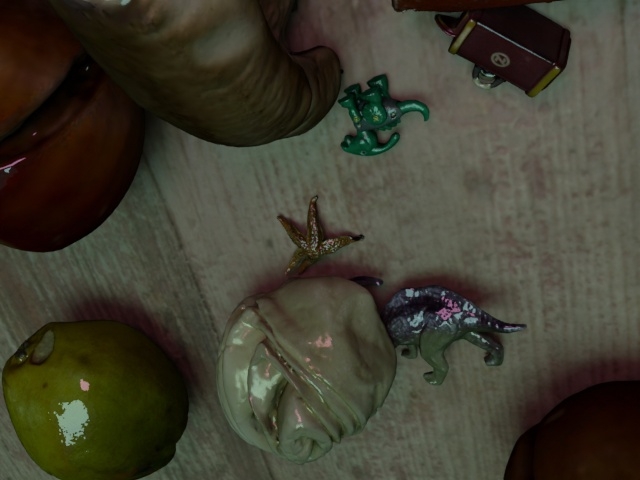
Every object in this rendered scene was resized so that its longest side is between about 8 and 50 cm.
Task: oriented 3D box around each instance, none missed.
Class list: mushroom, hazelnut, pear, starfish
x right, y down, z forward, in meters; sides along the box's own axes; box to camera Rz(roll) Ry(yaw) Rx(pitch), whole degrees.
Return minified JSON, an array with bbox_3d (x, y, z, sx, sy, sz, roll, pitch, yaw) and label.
[{"bbox_3d":[-0.128,-0.209,0.631,0.224,0.397,0.314,11,125,15],"label":"mushroom"},{"bbox_3d":[-0.427,-0.169,0.774,0.408,0.359,0.360,10,122,0],"label":"hazelnut"},{"bbox_3d":[0.477,0.396,0.849,0.429,0.402,0.402,45,120,-6],"label":"hazelnut"},{"bbox_3d":[-0.377,0.274,1.062,0.321,0.269,0.269,34,123,-20],"label":"pear"},{"bbox_3d":[-0.001,0.001,0.926,0.130,0.041,0.133,0,119,14],"label":"starfish"}]

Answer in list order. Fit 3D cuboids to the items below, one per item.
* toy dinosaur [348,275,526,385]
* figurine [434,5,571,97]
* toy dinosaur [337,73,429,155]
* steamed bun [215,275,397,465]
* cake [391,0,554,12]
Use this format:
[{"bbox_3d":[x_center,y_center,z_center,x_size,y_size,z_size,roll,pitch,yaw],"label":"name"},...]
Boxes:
[{"bbox_3d":[0.155,0.134,0.939,0.293,0.077,0.162,1,126,17],"label":"toy dinosaur"},{"bbox_3d":[0.202,-0.226,0.731,0.154,0.083,0.098,27,146,-1],"label":"figurine"},{"bbox_3d":[0.077,-0.158,0.810,0.132,0.059,0.096,-8,125,29],"label":"toy dinosaur"},{"bbox_3d":[-0.045,0.210,0.939,0.289,0.203,0.276,-12,107,38],"label":"steamed bun"},{"bbox_3d":[0.190,-0.331,0.596,0.261,0.159,0.159,-1,85,13],"label":"cake"}]
